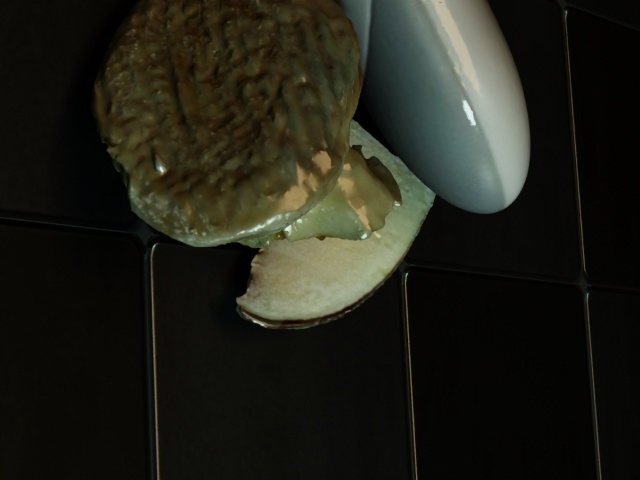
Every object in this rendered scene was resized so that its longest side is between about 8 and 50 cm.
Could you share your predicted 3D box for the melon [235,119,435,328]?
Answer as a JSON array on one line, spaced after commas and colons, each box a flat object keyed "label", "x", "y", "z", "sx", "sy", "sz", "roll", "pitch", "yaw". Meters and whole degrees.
[{"label": "melon", "x": 0.006, "y": 0.003, "z": 1.020, "sx": 0.098, "sy": 0.054, "sz": 0.182, "roll": 44, "pitch": 51, "yaw": -26}]

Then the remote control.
[{"label": "remote control", "x": 0.045, "y": -0.168, "z": 0.998, "sx": 0.332, "sy": 0.103, "sz": 0.221, "roll": 62, "pitch": 1, "yaw": -7}]

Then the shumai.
[{"label": "shumai", "x": -0.042, "y": -0.061, "z": 0.927, "sx": 0.153, "sy": 0.161, "sz": 0.210, "roll": 63, "pitch": 12, "yaw": -53}]
